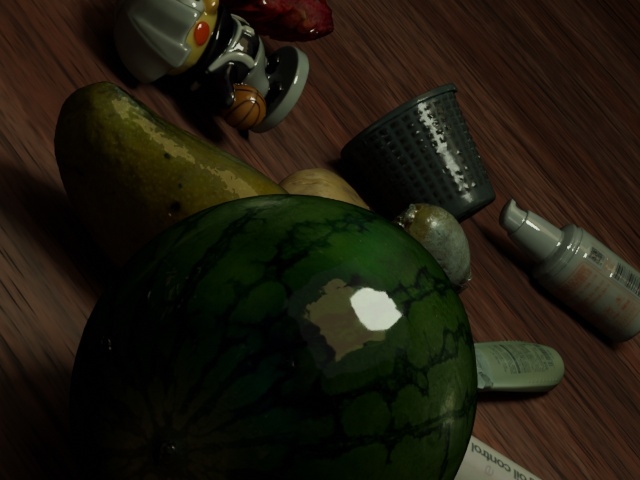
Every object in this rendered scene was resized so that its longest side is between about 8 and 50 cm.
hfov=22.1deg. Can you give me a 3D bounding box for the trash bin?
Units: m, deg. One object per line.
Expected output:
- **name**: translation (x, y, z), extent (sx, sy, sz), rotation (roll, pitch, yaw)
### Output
- **trash bin**: translation (0.136, -0.089, 2.113), extent (0.161, 0.175, 0.175), rotation (61, 30, 6)

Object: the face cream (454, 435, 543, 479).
- **face cream**: translation (0.155, 0.253, 1.707), extent (0.311, 0.092, 0.092), rotation (33, 29, -17)

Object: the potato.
- **potato**: translation (-0.003, -0.003, 1.840), extent (0.161, 0.128, 0.235), rotation (40, 18, -42)

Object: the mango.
- **mango**: translation (-0.132, -0.013, 1.613), extent (0.329, 0.176, 0.175), rotation (31, 12, -11)

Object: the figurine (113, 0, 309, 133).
- **figurine**: translation (-0.139, -0.225, 1.957), extent (0.236, 0.133, 0.176), rotation (32, 28, -28)

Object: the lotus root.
- **lotus root**: translation (0.143, 0.015, 2.029), extent (0.165, 0.088, 0.088), rotation (49, 18, -41)

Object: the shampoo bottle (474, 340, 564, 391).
- **shampoo bottle**: translation (0.224, 0.154, 1.984), extent (0.212, 0.049, 0.072), rotation (5, 49, -51)

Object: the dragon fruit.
- **dragon fruit**: translation (-0.091, -0.372, 2.096), extent (0.330, 0.240, 0.302), rotation (43, 18, -23)

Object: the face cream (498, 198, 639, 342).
- **face cream**: translation (0.346, 0.033, 2.264), extent (0.251, 0.101, 0.101), rotation (36, 28, -11)

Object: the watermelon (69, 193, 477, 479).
- **watermelon**: translation (-0.037, 0.125, 1.366), extent (0.363, 0.363, 0.363), rotation (32, 29, -20)
